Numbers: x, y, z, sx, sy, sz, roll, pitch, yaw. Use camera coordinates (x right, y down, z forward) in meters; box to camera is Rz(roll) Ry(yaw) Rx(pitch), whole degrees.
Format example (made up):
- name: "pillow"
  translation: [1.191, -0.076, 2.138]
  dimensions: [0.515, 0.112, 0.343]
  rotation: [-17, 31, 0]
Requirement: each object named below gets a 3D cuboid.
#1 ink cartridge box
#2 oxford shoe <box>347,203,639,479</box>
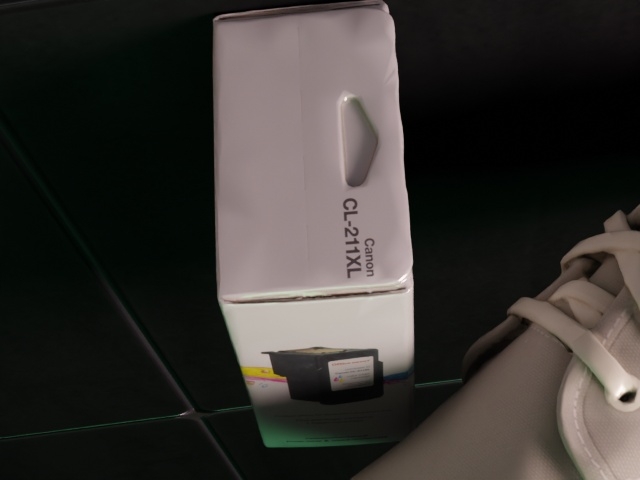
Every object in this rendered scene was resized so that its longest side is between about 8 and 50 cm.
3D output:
- name: "ink cartridge box"
  translation: [0.000, 0.000, 0.606]
  dimensions: [0.072, 0.127, 0.175]
  rotation: [-4, 154, 2]
- name: "oxford shoe"
  translation: [0.140, 0.043, 0.585]
  dimensions: [0.449, 0.130, 0.169]
  rotation: [-29, -159, -10]
